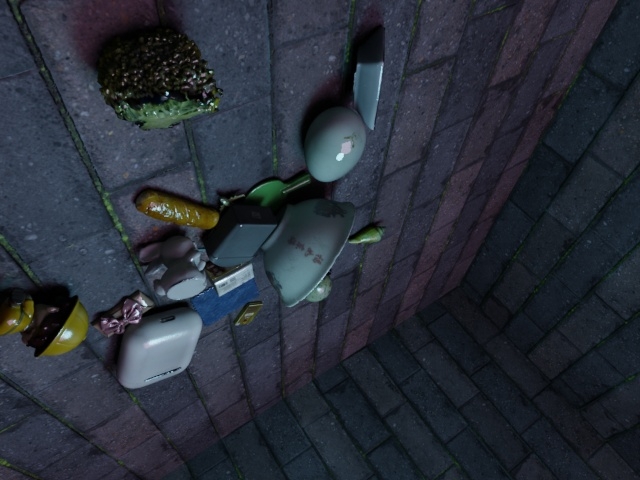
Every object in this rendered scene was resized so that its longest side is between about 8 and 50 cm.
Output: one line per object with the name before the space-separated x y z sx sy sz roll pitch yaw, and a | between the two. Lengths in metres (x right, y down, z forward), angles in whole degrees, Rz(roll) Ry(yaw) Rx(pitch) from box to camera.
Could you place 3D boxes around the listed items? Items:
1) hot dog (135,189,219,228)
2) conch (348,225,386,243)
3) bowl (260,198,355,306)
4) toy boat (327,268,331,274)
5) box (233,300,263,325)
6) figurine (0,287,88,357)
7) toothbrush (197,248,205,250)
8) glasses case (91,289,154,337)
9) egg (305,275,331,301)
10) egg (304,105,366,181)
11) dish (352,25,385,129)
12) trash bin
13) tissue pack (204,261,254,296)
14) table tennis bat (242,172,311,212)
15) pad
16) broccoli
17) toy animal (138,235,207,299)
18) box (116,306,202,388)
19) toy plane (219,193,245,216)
hot dog | -0.402 -0.084 1.381 0.286 0.061 0.088 8 116 -56
conch | 0.223 -0.019 2.218 0.200 0.080 0.095 -18 163 -4
bowl | -0.085 -0.003 1.665 0.196 0.435 0.435 33 112 -16
toy boat | -0.053 0.135 2.052 0.269 0.141 0.141 -31 152 -26
box | -0.321 0.323 2.119 0.090 0.023 0.133 2 132 -50
figurine | -0.761 0.226 1.292 0.192 0.167 0.257 -33 153 18
toothbrush | -0.411 0.034 1.588 0.011 0.014 0.167 -37 158 35
glasses case | -0.647 0.248 1.560 0.193 0.070 0.102 -36 151 -8
egg | -0.024 0.213 2.188 0.141 0.141 0.182 -16 152 -37
egg | 0.040 -0.291 1.473 0.183 0.183 0.264 -19 151 -34
dish | 0.136 -0.474 1.396 0.080 0.182 0.243 4 144 2
trash bin | -0.270 -0.012 1.557 0.176 0.101 0.236 1 144 -43
tissue pack | -0.328 0.112 1.714 0.148 0.099 0.106 -29 153 -19
table tennis bat | -0.146 -0.160 1.605 0.257 0.039 0.160 -27 150 -11
pad | -0.377 0.229 1.923 0.269 0.012 0.269 -31 152 -15
broccoli | -0.345 -0.345 1.012 0.242 0.273 0.180 -11 98 -27
toy animal | -0.439 0.083 1.436 0.178 0.193 0.127 -28 153 -15
box | -0.598 0.399 1.767 0.288 0.141 0.349 -14 143 -41
toy plane | -0.287 -0.117 1.487 0.102 0.040 0.111 -43 154 4
